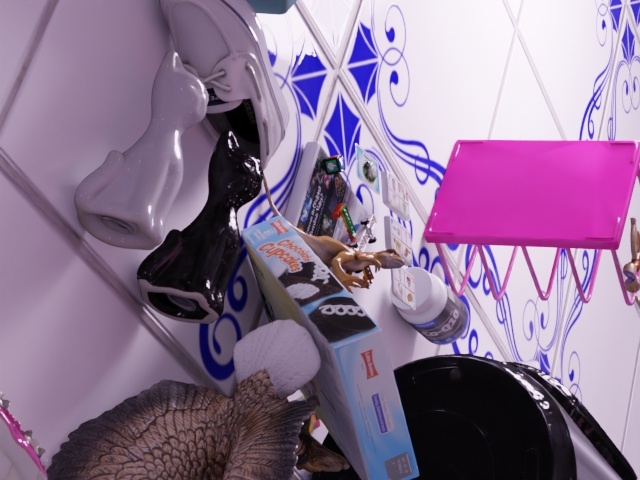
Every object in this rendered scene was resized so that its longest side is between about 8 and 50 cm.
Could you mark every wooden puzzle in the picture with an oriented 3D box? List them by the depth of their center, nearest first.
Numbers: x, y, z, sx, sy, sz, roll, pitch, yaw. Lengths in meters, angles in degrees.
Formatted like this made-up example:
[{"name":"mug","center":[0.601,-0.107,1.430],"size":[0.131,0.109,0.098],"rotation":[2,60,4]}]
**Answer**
[{"name":"wooden puzzle","center":[-0.016,0.216,1.839],"size":[0.049,0.006,0.083],"rotation":[-24,111,-61]}]

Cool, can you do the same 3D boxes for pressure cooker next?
[{"name":"pressure cooker","center":[0.222,0.377,1.892],"size":[0.420,0.375,0.370],"rotation":[43,36,-46]}]

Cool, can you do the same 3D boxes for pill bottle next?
[{"name":"pill bottle","center":[0.155,0.093,2.091],"size":[0.137,0.078,0.078],"rotation":[42,54,-55]}]

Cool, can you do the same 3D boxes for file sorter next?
[{"name":"file sorter","center":[0.340,-0.020,2.226],"size":[0.182,0.291,0.202],"rotation":[65,36,-44]}]

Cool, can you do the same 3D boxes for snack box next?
[{"name":"snack box","center":[0.005,0.116,1.608],"size":[0.322,0.060,0.187],"rotation":[-132,-156,-60]}]

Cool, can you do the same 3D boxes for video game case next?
[{"name":"video game case","center":[0.000,0.000,1.855],"size":[0.173,0.022,0.190],"rotation":[53,46,-50]}]

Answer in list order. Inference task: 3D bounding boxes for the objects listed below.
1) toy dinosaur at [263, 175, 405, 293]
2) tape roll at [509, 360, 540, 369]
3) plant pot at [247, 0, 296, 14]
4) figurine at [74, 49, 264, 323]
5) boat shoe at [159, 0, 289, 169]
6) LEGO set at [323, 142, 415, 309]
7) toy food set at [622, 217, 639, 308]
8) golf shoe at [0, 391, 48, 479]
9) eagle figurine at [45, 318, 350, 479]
[{"name":"toy dinosaur","center":[0.004,0.014,1.767],"size":[0.211,0.064,0.112],"rotation":[24,39,-28]},{"name":"tape roll","center":[0.297,0.328,2.239],"size":[0.286,0.100,0.286],"rotation":[-5,90,-85]},{"name":"plant pot","center":[-0.081,-0.368,1.554],"size":[0.165,0.165,0.234],"rotation":[-57,146,-47]},{"name":"figurine","center":[-0.140,-0.059,1.493],"size":[0.215,0.092,0.209],"rotation":[57,46,-46]},{"name":"boat shoe","center":[-0.108,-0.175,1.576],"size":[0.267,0.096,0.088],"rotation":[69,28,-49]},{"name":"LEGO set","center":[0.056,-0.021,1.913],"size":[0.244,0.060,0.182],"rotation":[36,47,-59]},{"name":"toy food set","center":[0.449,0.035,2.107],"size":[0.078,0.019,0.122],"rotation":[45,46,-61]},{"name":"golf shoe","center":[-0.284,0.218,1.209],"size":[0.140,0.115,0.306],"rotation":[-34,107,-18]},{"name":"eagle figurine","center":[-0.094,0.221,1.416],"size":[0.225,0.226,0.298],"rotation":[52,23,17]}]
